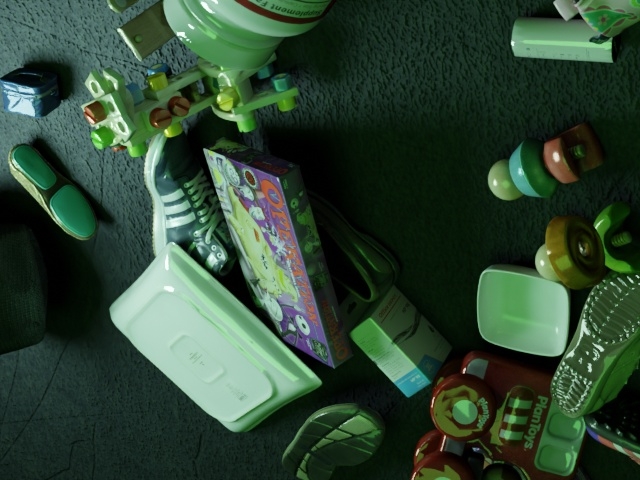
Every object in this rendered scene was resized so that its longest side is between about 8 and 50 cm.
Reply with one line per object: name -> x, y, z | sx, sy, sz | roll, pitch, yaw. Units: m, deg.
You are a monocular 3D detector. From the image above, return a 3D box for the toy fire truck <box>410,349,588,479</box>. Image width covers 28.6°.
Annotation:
toy fire truck -> 0.281, 0.325, 1.947 | 0.253, 0.169, 0.302 | 14, 98, 5

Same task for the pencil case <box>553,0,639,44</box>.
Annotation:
pencil case -> 0.413, -0.357, 1.498 | 0.284, 0.124, 0.124 | -33, 101, 38

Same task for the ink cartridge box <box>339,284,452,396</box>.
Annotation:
ink cartridge box -> 0.115, 0.146, 1.996 | 0.180, 0.104, 0.060 | 46, 129, -6

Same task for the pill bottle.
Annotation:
pill bottle -> -0.042, -0.418, 1.635 | 0.229, 0.229, 0.408 | 41, 131, -1

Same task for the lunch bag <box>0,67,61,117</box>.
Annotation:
lunch bag -> -0.481, -0.250, 2.087 | 0.098, 0.067, 0.065 | 11, 125, 21

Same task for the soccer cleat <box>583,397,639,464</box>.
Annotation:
soccer cleat -> 0.538, 0.333, 1.873 | 0.318, 0.109, 0.116 | 17, 126, 6

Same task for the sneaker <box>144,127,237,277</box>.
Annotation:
sneaker -> -0.195, -0.058, 2.033 | 0.153, 0.099, 0.282 | 22, 135, 21

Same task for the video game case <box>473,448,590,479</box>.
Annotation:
video game case -> 0.347, 0.417, 2.086 | 0.210, 0.042, 0.232 | -24, 107, 36

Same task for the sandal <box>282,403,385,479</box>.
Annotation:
sandal -> 0.019, 0.341, 2.196 | 0.120, 0.086, 0.303 | 38, 145, -5

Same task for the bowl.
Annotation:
bowl -> 0.310, 0.098, 1.892 | 0.142, 0.053, 0.142 | 11, 124, 21

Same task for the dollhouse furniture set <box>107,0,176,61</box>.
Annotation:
dollhouse furniture set -> -0.228, -0.376, 1.831 | 0.151, 0.123, 0.144 | -26, 105, 38

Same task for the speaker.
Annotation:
speaker -> 0.324, -0.264, 1.649 | 0.136, 0.055, 0.055 | 7, 123, 25

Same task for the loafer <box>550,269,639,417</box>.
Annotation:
loafer -> 0.429, 0.139, 1.829 | 0.102, 0.092, 0.269 | 46, 119, 35

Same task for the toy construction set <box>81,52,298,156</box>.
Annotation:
toy construction set -> -0.215, -0.201, 1.840 | 0.215, 0.327, 0.151 | 17, 116, 47

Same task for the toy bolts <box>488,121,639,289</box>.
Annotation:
toy bolts -> 0.312, -0.029, 1.730 | 0.158, 0.218, 0.229 | -22, 90, 43

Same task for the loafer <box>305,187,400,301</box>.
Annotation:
loafer -> 0.000, 0.000, 1.976 | 0.267, 0.084, 0.096 | 33, 130, 7

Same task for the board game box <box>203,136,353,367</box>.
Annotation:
board game box -> -0.065, 0.019, 1.955 | 0.208, 0.056, 0.347 | 19, 134, 46

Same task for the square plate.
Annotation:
square plate -> -0.201, 0.189, 2.176 | 0.344, 0.049, 0.347 | 44, 146, -4

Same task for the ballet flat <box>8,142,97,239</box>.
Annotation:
ballet flat -> -0.469, -0.084, 2.202 | 0.206, 0.073, 0.067 | 52, 156, -7

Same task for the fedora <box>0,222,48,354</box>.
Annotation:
fedora -> -0.576, 0.083, 2.275 | 0.152, 0.334, 0.334 | -6, 123, -7
